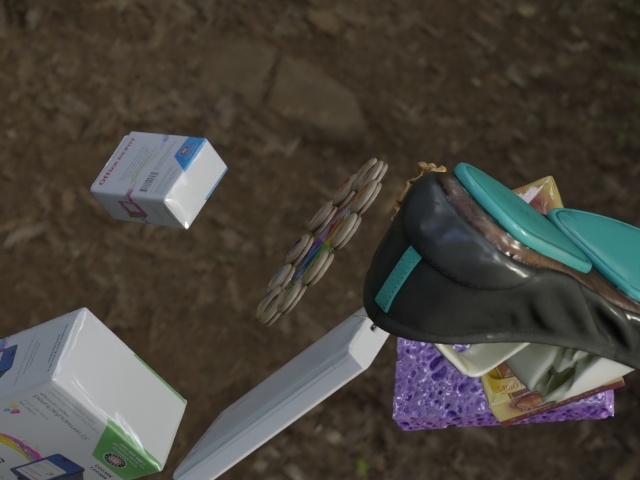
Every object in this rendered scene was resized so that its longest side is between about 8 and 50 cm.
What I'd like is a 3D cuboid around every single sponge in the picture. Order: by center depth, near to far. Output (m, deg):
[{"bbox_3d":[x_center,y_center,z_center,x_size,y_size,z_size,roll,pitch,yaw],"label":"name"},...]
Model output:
[{"bbox_3d":[0.176,0.120,1.622,0.031,0.210,0.117,59,31,-51],"label":"sponge"}]

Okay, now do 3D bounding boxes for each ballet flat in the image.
[{"bbox_3d":[0.111,0.028,0.855,0.280,0.096,0.095,17,28,-50],"label":"ballet flat"}]

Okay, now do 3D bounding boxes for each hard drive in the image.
[{"bbox_3d":[-0.039,0.192,2.140,0.040,0.307,0.203,50,25,-5],"label":"hard drive"}]

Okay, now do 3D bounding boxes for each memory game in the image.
[{"bbox_3d":[0.000,0.000,1.509,0.012,0.186,0.186,36,37,-9],"label":"memory game"}]

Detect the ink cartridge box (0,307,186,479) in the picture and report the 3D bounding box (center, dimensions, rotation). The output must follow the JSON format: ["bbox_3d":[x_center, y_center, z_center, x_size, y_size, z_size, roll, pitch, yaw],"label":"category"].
[{"bbox_3d":[-0.262,0.168,1.616,0.154,0.212,0.093,47,42,-30],"label":"ink cartridge box"}]

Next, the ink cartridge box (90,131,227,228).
[{"bbox_3d":[-0.174,-0.066,1.811,0.088,0.122,0.052,-58,134,-24],"label":"ink cartridge box"}]

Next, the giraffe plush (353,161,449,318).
[{"bbox_3d":[0.137,0.003,1.835,0.210,0.170,0.181,2,7,-37],"label":"giraffe plush"}]

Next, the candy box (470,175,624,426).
[{"bbox_3d":[0.171,0.049,1.400,0.053,0.109,0.186,53,19,-58],"label":"candy box"}]
